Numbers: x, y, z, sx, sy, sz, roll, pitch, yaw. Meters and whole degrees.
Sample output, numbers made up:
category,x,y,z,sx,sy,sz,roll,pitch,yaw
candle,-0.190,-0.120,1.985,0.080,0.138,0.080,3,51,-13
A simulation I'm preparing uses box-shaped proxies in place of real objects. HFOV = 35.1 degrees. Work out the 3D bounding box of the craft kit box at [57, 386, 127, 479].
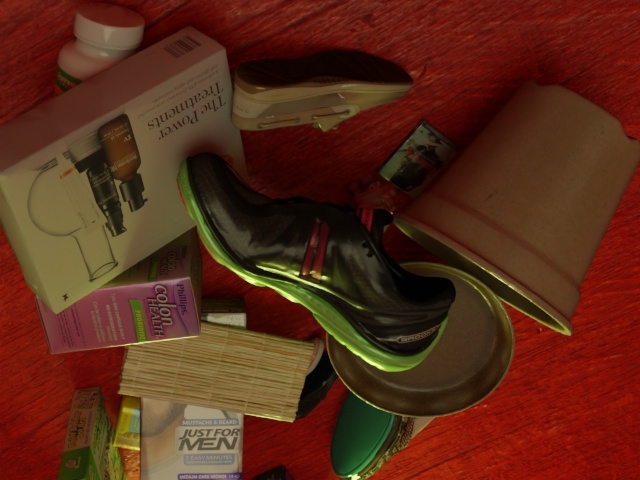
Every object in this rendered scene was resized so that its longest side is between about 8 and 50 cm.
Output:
category,x,y,z,sx,sy,sz,roll,pitch,yaw
craft kit box,-0.414,0.441,1.856,0.061,0.250,0.246,-11,122,1

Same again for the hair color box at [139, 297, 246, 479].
category,x,y,z,sx,sy,sz,roll,pitch,yaw
hair color box,-0.229,0.275,1.807,0.185,0.110,0.338,1,101,-6

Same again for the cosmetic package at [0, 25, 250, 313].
category,x,y,z,sx,sy,sz,roll,pitch,yaw
cosmetic package,-0.290,-0.104,1.493,0.377,0.097,0.284,-35,144,-24

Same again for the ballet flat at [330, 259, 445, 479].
category,x,y,z,sx,sy,sz,roll,pitch,yaw
ballet flat,0.154,0.250,1.867,0.182,0.164,0.482,-3,121,-27

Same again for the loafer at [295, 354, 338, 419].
category,x,y,z,sx,sy,sz,roll,pitch,yaw
loafer,-0.011,0.277,1.916,0.170,0.062,0.061,-43,137,22

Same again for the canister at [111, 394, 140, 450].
category,x,y,z,sx,sy,sz,roll,pitch,yaw
canister,-0.299,0.349,1.915,0.170,0.073,0.126,13,117,-11

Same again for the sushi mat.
category,x,y,z,sx,sy,sz,roll,pitch,yaw
sushi mat,-0.179,0.218,1.736,0.317,0.019,0.151,11,102,-11

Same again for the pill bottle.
category,x,y,z,sx,sy,sz,roll,pitch,yaw
pill bottle,-0.335,-0.226,1.537,0.136,0.136,0.245,9,119,-11

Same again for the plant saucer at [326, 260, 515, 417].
category,x,y,z,sx,sy,sz,roll,pitch,yaw
plant saucer,0.166,0.160,1.691,0.311,0.050,0.310,3,118,6

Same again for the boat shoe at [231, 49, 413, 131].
category,x,y,z,sx,sy,sz,roll,pitch,yaw
boat shoe,0.002,-0.223,1.558,0.302,0.109,0.098,-10,132,-29

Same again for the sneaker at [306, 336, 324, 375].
category,x,y,z,sx,sy,sz,roll,pitch,yaw
sneaker,-0.054,0.223,1.876,0.070,0.051,0.134,28,118,-25

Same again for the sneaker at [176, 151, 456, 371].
category,x,y,z,sx,sy,sz,roll,pitch,yaw
sneaker,0.000,0.000,1.526,0.483,0.185,0.202,34,110,-16

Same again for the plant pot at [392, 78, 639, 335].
category,x,y,z,sx,sy,sz,roll,pitch,yaw
plant pot,0.332,-0.069,1.588,0.334,0.334,0.305,34,89,-22

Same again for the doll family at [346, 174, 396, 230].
category,x,y,z,sx,sy,sz,roll,pitch,yaw
doll family,0.026,0.008,1.693,0.263,0.163,0.118,-26,119,9

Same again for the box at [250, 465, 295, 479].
category,x,y,z,sx,sy,sz,roll,pitch,yaw
box,-0.148,0.602,2.037,0.270,0.143,0.165,-28,118,11

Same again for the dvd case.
category,x,y,z,sx,sy,sz,roll,pitch,yaw
dvd case,0.166,-0.136,1.710,0.087,0.013,0.119,34,111,-22

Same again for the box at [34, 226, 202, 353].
category,x,y,z,sx,sy,sz,roll,pitch,yaw
box,-0.322,0.066,1.665,0.243,0.213,0.117,-8,120,-2
